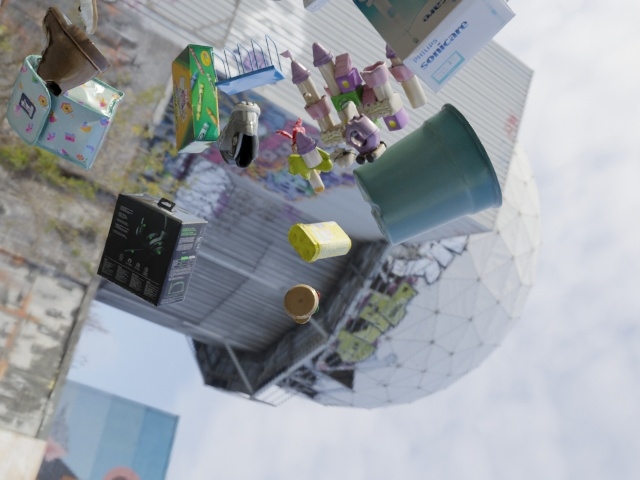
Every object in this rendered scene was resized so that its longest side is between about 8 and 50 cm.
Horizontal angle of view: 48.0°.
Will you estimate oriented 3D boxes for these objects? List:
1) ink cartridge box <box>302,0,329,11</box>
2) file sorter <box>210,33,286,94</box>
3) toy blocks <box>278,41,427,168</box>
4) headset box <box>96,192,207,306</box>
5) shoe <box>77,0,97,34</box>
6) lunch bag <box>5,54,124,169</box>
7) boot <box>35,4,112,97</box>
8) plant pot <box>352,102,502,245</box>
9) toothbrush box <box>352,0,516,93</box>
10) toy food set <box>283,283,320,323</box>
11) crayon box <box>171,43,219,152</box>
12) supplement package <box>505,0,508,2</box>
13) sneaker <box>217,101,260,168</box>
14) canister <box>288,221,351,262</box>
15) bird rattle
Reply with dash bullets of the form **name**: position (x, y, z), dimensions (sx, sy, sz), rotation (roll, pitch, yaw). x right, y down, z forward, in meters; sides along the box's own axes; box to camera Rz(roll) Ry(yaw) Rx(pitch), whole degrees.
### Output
- **ink cartridge box**: position (0.020, -0.871, 2.289), dimensions (0.232, 0.066, 0.189), rotation (-23, -106, 50)
- **file sorter**: position (-0.198, -0.476, 1.945), dimensions (0.170, 0.118, 0.105), rotation (-14, -94, 11)
- **toy blocks**: position (0.049, -0.356, 1.715), dimensions (0.288, 0.260, 0.309), rotation (-5, -146, 43)
- **headset box**: position (-0.496, 0.013, 2.122), dimensions (0.246, 0.131, 0.283), rotation (23, -77, 23)
- **shoe**: position (-0.698, -0.716, 2.143), dimensions (0.219, 0.058, 0.077), rotation (111, -33, -44)
- **lunch bag**: position (-0.690, -0.345, 1.910), dimensions (0.223, 0.262, 0.160), rotation (-49, -157, 40)
- **boot**: position (-0.486, -0.349, 1.328), dimensions (0.115, 0.112, 0.305), rotation (-42, -142, -4)
- **plant pot**: position (0.295, -0.167, 2.085), dimensions (0.334, 0.341, 0.341), rotation (-29, -148, 1)
- **toothbrush box**: position (0.220, -0.478, 1.466), dimensions (0.216, 0.126, 0.296), rotation (-45, -138, 17)
- **toy food set**: position (-0.042, 0.139, 1.627), dimensions (0.082, 0.020, 0.083), rotation (-46, -111, -4)
- **crayon box**: position (-0.366, -0.408, 2.094), dimensions (0.165, 0.081, 0.279), rotation (-13, -100, 61)
- **supplement package**: position (0.380, -0.721, 1.840), dimensions (0.199, 0.262, 0.198), rotation (-47, -165, 57)
- **sneaker**: position (-0.196, -0.212, 1.703), dimensions (0.229, 0.086, 0.132), rotation (118, -29, -57)
- **canister**: position (0.000, 0.000, 2.230), dimensions (0.126, 0.169, 0.073), rotation (50, -54, 27)
- **bird rattle**: position (-0.059, -0.263, 2.363), dimensions (0.143, 0.207, 0.253), rotation (-31, -140, -5)
